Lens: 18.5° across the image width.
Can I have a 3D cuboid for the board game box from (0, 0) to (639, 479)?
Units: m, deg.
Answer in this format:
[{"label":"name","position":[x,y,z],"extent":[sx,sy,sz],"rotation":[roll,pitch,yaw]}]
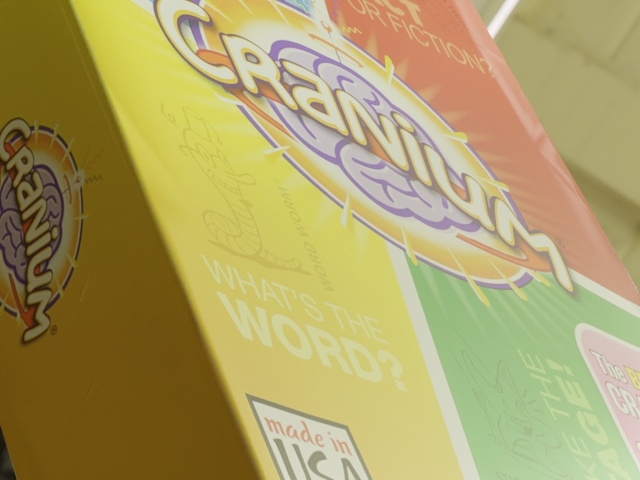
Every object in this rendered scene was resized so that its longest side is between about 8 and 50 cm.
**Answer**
[{"label":"board game box","position":[0.000,0.000,0.555],"extent":[0.242,0.064,0.316],"rotation":[21,35,-46]}]
